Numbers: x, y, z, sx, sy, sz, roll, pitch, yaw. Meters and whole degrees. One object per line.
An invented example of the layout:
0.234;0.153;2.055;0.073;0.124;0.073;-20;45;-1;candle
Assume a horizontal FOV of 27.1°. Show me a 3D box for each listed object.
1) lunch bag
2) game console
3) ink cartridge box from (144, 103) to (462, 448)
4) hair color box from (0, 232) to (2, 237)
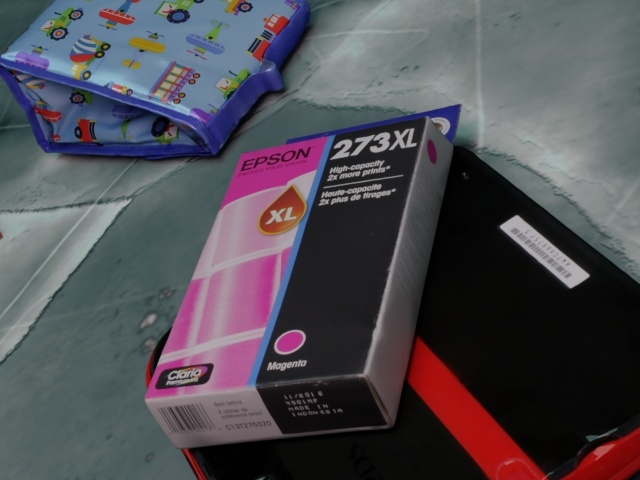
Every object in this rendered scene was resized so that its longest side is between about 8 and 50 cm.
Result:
-0.163;-0.200;1.447;0.293;0.138;0.221;11;51;32;lunch bag
0.059;0.100;0.986;0.342;0.060;0.386;-32;36;-7;game console
0.000;0.000;1.051;0.175;0.069;0.371;-10;37;24;ink cartridge box
-0.429;-0.024;1.490;0.093;0.053;0.167;-40;35;-9;hair color box
